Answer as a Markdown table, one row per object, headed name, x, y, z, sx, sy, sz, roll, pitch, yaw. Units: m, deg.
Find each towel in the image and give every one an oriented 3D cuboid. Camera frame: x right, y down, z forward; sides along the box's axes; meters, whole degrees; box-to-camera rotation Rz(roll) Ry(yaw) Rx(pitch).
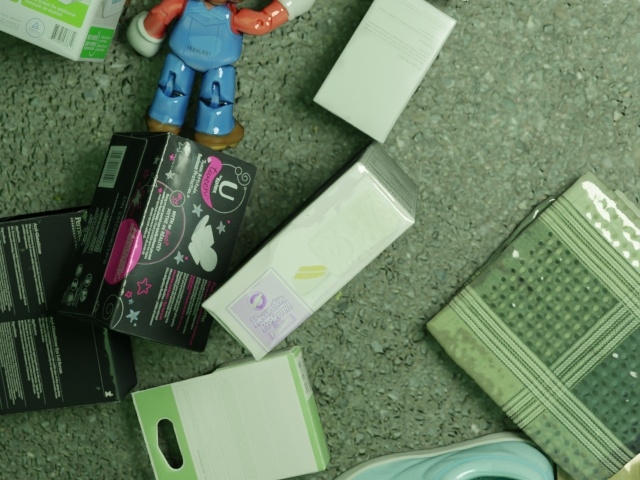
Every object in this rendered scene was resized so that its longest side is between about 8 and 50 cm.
| name | x | y | z | sx | sy | sz | roll | pitch | yaw |
| --- | --- | --- | --- | --- | --- | --- | --- | --- | --- |
| towel | 0.349 | 0.116 | 1.510 | 0.312 | 0.056 | 0.324 | -44 | 85 | 10 |

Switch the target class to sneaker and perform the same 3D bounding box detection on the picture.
| name | x | y | z | sx | sy | sz | roll | pitch | yaw |
| --- | --- | --- | --- | --- | --- | --- | --- | --- | --- |
| sneaker | 0.132 | 0.352 | 1.530 | 0.366 | 0.150 | 0.135 | -24 | 94 | 9 |

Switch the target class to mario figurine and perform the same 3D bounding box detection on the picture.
| name | x | y | z | sx | sy | sz | roll | pitch | yaw |
| --- | --- | --- | --- | --- | --- | --- | --- | --- | --- |
| mario figurine | -0.129 | -0.288 | 1.502 | 0.198 | 0.170 | 0.320 | 3 | 113 | -31 |

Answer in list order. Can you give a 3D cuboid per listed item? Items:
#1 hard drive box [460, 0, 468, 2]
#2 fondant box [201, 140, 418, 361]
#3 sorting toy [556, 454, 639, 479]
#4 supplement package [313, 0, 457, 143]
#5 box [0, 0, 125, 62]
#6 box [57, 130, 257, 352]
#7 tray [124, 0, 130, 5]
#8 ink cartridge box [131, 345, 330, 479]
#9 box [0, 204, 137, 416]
| name | x | y | z | sx | sy | sz | roll | pitch | yaw |
| --- | --- | --- | --- | --- | --- | --- | --- | --- | --- |
| hard drive box | 0.111 | -0.425 | 1.429 | 0.232 | 0.089 | 0.181 | 23 | 116 | 3 |
| fondant box | 0.000 | 0.000 | 1.402 | 0.238 | 0.330 | 0.096 | -42 | 92 | 10 |
| sorting toy | 0.383 | 0.337 | 1.548 | 0.132 | 0.046 | 0.274 | -3 | 88 | 6 |
| supplement package | 0.083 | -0.227 | 1.475 | 0.105 | 0.105 | 0.179 | 32 | 99 | 0 |
| box | -0.362 | -0.372 | 1.415 | 0.262 | 0.127 | 0.231 | 22 | 99 | 3 |
| box | -0.206 | 0.001 | 1.462 | 0.142 | 0.163 | 0.247 | 21 | 81 | -35 |
| tray | -0.424 | -0.465 | 1.509 | 0.411 | 0.076 | 0.202 | 17 | 99 | 2 |
| ink cartridge box | -0.122 | 0.255 | 1.590 | 0.235 | 0.056 | 0.171 | -14 | 96 | 11 |
| box | -0.366 | 0.093 | 1.567 | 0.184 | 0.103 | 0.261 | -7 | 97 | 9 |
